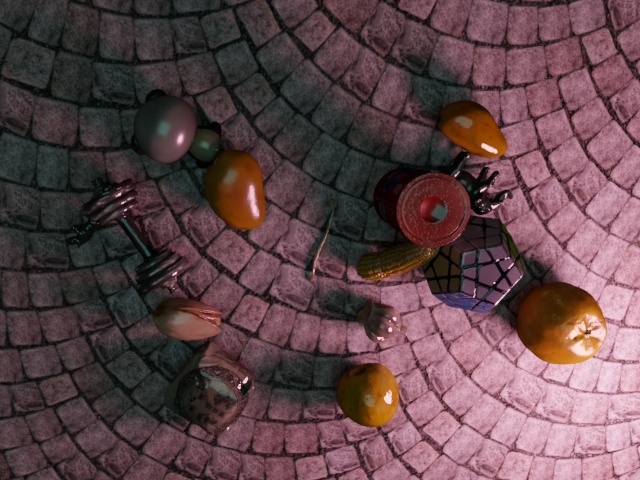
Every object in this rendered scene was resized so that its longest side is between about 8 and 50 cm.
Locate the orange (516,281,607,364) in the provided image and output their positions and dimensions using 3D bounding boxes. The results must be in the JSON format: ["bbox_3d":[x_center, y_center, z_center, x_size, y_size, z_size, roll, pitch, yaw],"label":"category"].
[{"bbox_3d":[0.793,0.275,1.591,0.280,0.235,0.278,-3,105,-11],"label":"orange"}]

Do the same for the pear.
[{"bbox_3d":[0.160,0.519,1.608,0.209,0.209,0.208,-1,101,-4],"label":"pear"}]

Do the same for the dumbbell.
[{"bbox_3d":[-0.556,-0.011,1.458,0.179,0.179,0.405,-31,103,2],"label":"dumbbell"}]

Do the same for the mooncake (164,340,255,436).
[{"bbox_3d":[-0.355,0.495,1.594,0.255,0.136,0.250,34,100,-9],"label":"mooncake"}]

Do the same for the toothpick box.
[{"bbox_3d":[0.284,-0.109,1.424,0.205,0.333,0.203,-1,101,-5],"label":"toothpick box"}]

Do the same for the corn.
[{"bbox_3d":[0.240,0.056,1.512,0.292,0.101,0.101,-26,105,40],"label":"corn"}]

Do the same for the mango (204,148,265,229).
[{"bbox_3d":[-0.261,-0.149,1.472,0.176,0.139,0.254,-8,108,-9],"label":"mango"}]

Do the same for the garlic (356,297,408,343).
[{"bbox_3d":[0.222,0.286,1.614,0.194,0.127,0.131,35,93,-30],"label":"garlic"}]

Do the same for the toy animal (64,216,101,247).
[{"bbox_3d":[-0.745,-0.026,1.506,0.065,0.047,0.135,43,89,-19],"label":"toy animal"}]

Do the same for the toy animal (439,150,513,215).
[{"bbox_3d":[0.492,-0.178,1.545,0.245,0.115,0.146,35,101,14],"label":"toy animal"}]

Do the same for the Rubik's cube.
[{"bbox_3d":[0.474,0.073,1.510,0.319,0.319,0.263,21,72,-8],"label":"Rubik's cube"}]

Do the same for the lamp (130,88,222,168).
[{"bbox_3d":[-0.420,-0.315,1.418,0.244,0.198,0.197,18,100,-31],"label":"lamp"}]

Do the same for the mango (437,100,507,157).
[{"bbox_3d":[0.483,-0.346,1.506,0.254,0.113,0.138,29,90,-13],"label":"mango"}]

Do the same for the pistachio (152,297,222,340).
[{"bbox_3d":[-0.422,0.250,1.538,0.215,0.144,0.143,8,101,-18],"label":"pistachio"}]

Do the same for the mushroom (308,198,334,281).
[{"bbox_3d":[0.006,0.002,1.585,0.028,0.026,0.285,15,102,9],"label":"mushroom"}]
